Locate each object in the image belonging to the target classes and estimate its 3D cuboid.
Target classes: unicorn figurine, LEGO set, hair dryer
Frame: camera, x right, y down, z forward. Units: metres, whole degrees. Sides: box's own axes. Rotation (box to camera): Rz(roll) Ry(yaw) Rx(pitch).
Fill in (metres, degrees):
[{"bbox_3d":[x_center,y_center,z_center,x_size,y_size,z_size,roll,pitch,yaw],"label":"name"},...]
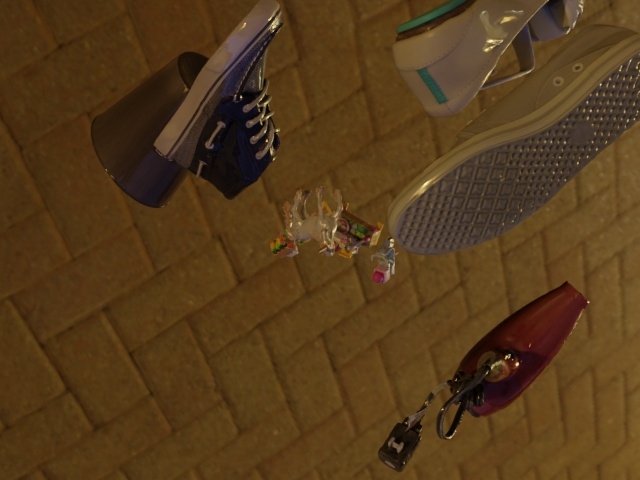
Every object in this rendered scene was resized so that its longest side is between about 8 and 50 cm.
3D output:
[{"bbox_3d":[-0.006,-0.028,1.480,0.060,0.162,0.111,7,83,-24],"label":"unicorn figurine"},{"bbox_3d":[0.000,0.000,1.793,0.107,0.287,0.132,-28,120,-51],"label":"LEGO set"},{"bbox_3d":[0.202,0.147,1.055,0.293,0.080,0.223,-40,174,-30],"label":"hair dryer"}]

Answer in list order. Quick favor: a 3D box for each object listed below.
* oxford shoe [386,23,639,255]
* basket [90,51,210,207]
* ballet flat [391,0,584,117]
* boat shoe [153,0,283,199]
[{"bbox_3d":[0.276,-0.140,1.328,0.449,0.130,0.169,-38,133,0],"label":"oxford shoe"},{"bbox_3d":[-0.257,-0.200,1.636,0.227,0.204,0.154,-38,166,32],"label":"basket"},{"bbox_3d":[0.140,-0.166,0.694,0.248,0.086,0.086,-41,141,-34],"label":"ballet flat"},{"bbox_3d":[-0.104,-0.195,1.377,0.340,0.158,0.127,-43,-167,49],"label":"boat shoe"}]
